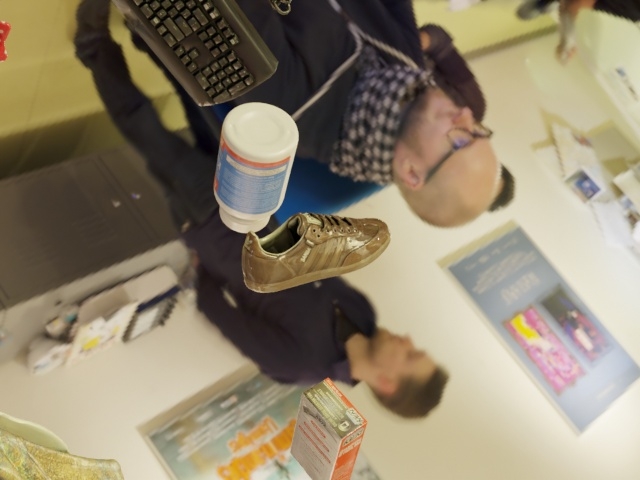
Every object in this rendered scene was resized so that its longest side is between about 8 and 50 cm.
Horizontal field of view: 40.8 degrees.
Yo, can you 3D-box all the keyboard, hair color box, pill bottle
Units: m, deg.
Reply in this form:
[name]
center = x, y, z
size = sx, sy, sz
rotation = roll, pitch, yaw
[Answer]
[keyboard]
center = -0.155, -0.319, 1.037
size = 0.201, 0.317, 0.033
rotation = -31, -149, 15
[hair color box]
center = 0.009, 0.291, 1.267
size = 0.053, 0.093, 0.167
rotation = -27, 147, -29
[pill bottle]
center = -0.114, -0.112, 1.440
size = 0.124, 0.124, 0.221
rotation = -30, 155, -31

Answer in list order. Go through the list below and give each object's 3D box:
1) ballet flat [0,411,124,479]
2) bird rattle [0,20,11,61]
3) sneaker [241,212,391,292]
[ballet flat]
center = -0.233, 0.159, 0.579
size = 0.123, 0.123, 0.348
rotation = -38, 146, -2
[bird rattle]
center = -0.690, -0.332, 1.556
size = 0.207, 0.143, 0.253
rotation = -64, 169, 11
[sneaker]
center = 0.000, 0.000, 0.972
size = 0.188, 0.066, 0.071
rotation = -21, 127, -25
